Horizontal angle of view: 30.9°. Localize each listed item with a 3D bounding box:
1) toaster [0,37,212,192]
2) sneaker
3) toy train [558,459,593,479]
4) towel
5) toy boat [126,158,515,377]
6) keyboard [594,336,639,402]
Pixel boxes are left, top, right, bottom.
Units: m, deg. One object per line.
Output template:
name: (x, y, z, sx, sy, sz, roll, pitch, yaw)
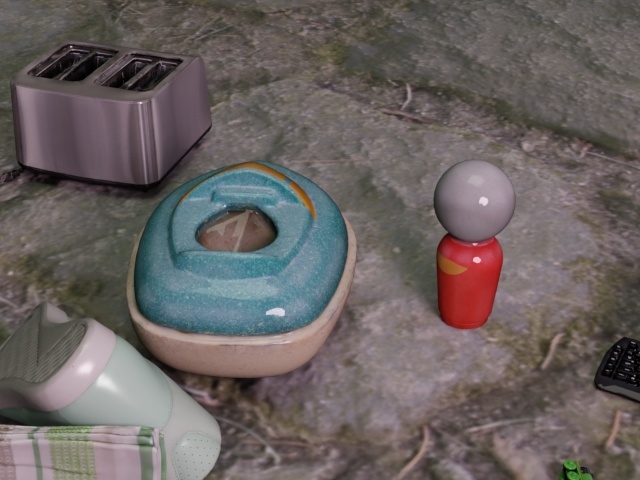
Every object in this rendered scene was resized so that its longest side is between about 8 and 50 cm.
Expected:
toaster: (-0.226, -0.133, 1.228, 0.168, 0.110, 0.185, 10, 32, 16)
sneaker: (-0.164, 0.126, 0.841, 0.094, 0.151, 0.256, -52, 21, -17)
toy train: (0.184, 0.183, 0.803, 0.024, 0.017, 0.083, 9, 30, -6)
towel: (-0.171, 0.169, 0.724, 0.152, 0.113, 0.023, 0, 17, 1)
toy boat: (0.000, 0.000, 0.975, 0.318, 0.148, 0.267, 0, 31, 0)
keyboard: (0.322, 0.107, 0.914, 0.192, 0.038, 0.100, 16, 34, 22)
